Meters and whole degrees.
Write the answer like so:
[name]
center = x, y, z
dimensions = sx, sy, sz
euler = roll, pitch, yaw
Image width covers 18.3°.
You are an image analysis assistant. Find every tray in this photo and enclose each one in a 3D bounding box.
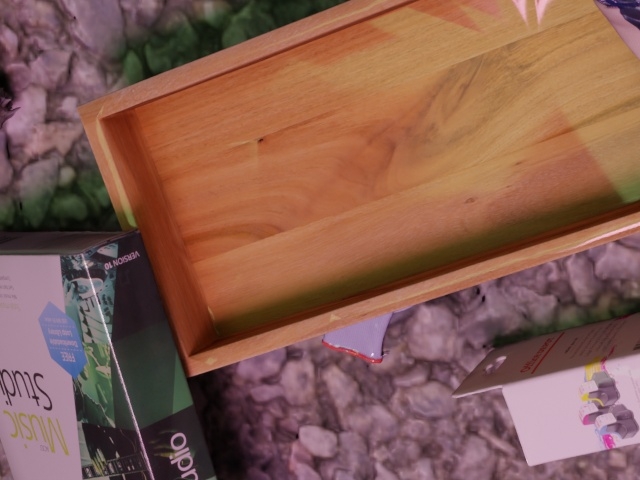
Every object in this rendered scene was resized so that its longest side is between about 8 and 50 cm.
[tray]
center = 0.057, -0.065, 1.327
dimensions = 0.411, 0.076, 0.203
euler = -19, 94, 22

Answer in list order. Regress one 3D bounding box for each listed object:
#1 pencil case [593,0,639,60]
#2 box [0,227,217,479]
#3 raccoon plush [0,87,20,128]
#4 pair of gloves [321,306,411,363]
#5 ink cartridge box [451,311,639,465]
[pencil case]
center = 0.319, -0.033, 1.158
dimensions = 0.160, 0.183, 0.410
euler = -30, 106, 17
[box]
center = -0.161, 0.150, 1.451
dimensions = 0.232, 0.058, 0.322
euler = -1, 110, 56
[raccoon plush]
center = -0.421, -0.192, 1.436
dimensions = 0.299, 0.216, 0.446
euler = -18, 99, 18
[pair of gloves]
center = 0.000, 0.000, 1.417
dimensions = 0.198, 0.023, 0.159
euler = 23, 114, 15
[ink cartridge box]
center = 0.190, 0.095, 1.324
dimensions = 0.181, 0.104, 0.062
euler = -15, 100, 26
